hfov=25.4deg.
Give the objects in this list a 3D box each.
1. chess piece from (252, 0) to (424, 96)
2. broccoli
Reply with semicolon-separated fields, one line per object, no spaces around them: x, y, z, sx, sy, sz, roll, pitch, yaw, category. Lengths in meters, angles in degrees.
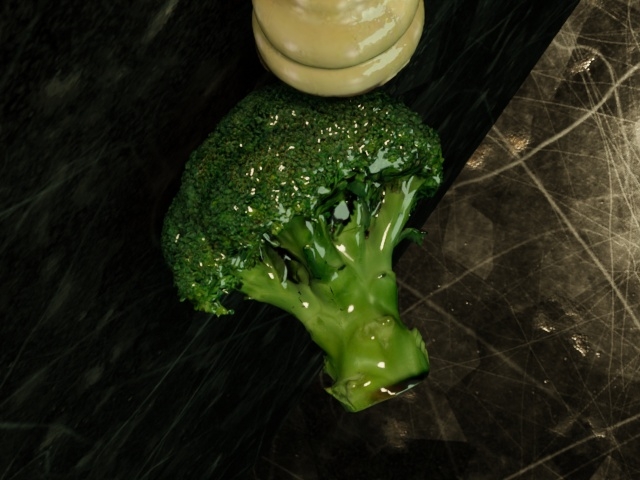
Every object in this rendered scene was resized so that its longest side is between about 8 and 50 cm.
0.008;-0.221;1.022;0.143;0.142;0.261;-51;165;-15;chess piece
0.000;0.000;1.271;0.297;0.297;0.297;-23;178;-1;broccoli
